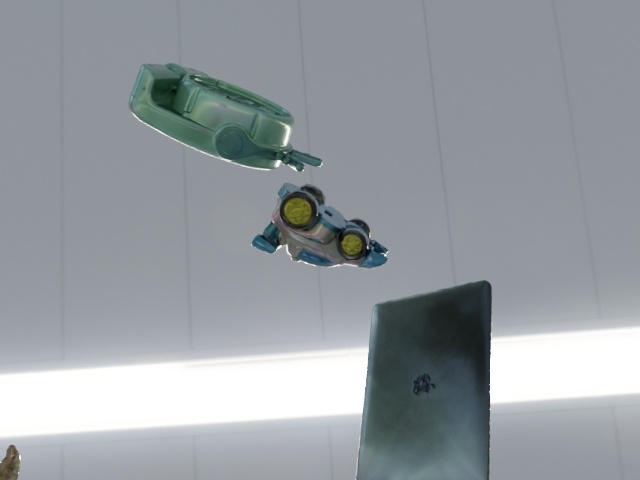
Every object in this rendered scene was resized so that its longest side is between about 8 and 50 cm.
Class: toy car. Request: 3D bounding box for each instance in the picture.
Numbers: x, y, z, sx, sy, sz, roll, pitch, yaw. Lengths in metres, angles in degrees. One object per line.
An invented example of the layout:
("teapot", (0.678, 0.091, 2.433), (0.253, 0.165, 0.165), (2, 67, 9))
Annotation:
("toy car", (0.000, 0.000, 0.954), (0.161, 0.126, 0.098), (36, -78, -3))

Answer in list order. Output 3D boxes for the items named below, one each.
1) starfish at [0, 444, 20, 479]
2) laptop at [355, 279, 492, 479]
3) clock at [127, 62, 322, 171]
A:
("starfish", (-0.384, 0.287, 0.629), (0.231, 0.048, 0.295), (28, -106, 2))
("laptop", (0.133, 0.185, 0.951), (0.187, 0.015, 0.269), (-17, -129, 36))
("clock", (-0.097, -0.133, 0.844), (0.211, 0.159, 0.066), (26, -74, 8))
